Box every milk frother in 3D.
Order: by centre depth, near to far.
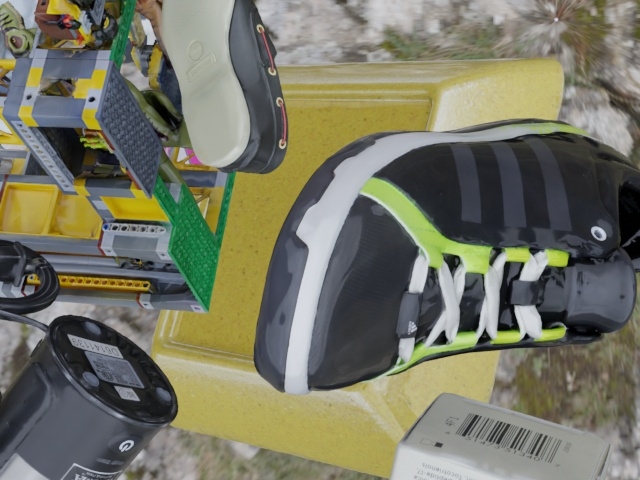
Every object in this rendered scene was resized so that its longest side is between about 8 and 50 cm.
[{"bbox_3d":[-0.173,0.091,0.765,0.129,0.143,0.135,30,109,-33],"label":"milk frother"}]

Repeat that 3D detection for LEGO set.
[{"bbox_3d":[-0.173,-0.096,0.871,0.192,0.331,0.255,3,73,13],"label":"LEGO set"}]

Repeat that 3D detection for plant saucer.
[{"bbox_3d":[0.000,0.000,1.083,0.332,0.081,0.333,5,76,43],"label":"plant saucer"}]

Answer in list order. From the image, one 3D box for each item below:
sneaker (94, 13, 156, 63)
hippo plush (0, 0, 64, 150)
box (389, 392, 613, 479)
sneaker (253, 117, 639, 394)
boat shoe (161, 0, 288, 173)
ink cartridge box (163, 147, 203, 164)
[{"bbox_3d":[-0.189,-0.236,1.187,0.153,0.094,0.235,-32,121,32],"label":"sneaker"},{"bbox_3d":[-0.349,-0.237,1.355,0.294,0.234,0.237,18,122,-6],"label":"hippo plush"},{"bbox_3d":[0.082,0.238,0.803,0.113,0.094,0.275,16,108,16],"label":"box"},{"bbox_3d":[0.073,0.002,0.529,0.097,0.234,0.084,24,121,30],"label":"sneaker"},{"bbox_3d":[-0.048,-0.095,0.705,0.049,0.042,0.133,-26,66,34],"label":"boat shoe"},{"bbox_3d":[-0.131,0.026,1.681,0.069,0.371,0.176,-7,131,-19],"label":"ink cartridge box"}]
